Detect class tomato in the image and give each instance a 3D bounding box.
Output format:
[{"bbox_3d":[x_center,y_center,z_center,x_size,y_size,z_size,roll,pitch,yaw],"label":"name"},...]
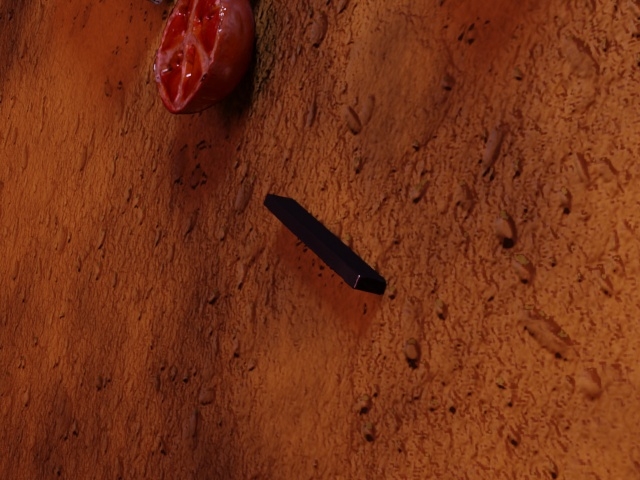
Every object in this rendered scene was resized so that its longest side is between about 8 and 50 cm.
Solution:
[{"bbox_3d":[-0.108,-0.197,1.309,0.155,0.069,0.155,-33,50,51],"label":"tomato"}]

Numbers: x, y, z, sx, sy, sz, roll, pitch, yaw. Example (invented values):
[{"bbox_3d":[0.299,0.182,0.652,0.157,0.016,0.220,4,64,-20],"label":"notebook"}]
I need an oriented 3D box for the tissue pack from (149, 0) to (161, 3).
[{"bbox_3d":[-0.249,-0.462,1.571,0.343,0.125,0.242,48,120,50],"label":"tissue pack"}]

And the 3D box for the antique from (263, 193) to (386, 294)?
[{"bbox_3d":[0.000,0.000,1.107,0.192,0.031,0.015,42,116,56],"label":"antique"}]
